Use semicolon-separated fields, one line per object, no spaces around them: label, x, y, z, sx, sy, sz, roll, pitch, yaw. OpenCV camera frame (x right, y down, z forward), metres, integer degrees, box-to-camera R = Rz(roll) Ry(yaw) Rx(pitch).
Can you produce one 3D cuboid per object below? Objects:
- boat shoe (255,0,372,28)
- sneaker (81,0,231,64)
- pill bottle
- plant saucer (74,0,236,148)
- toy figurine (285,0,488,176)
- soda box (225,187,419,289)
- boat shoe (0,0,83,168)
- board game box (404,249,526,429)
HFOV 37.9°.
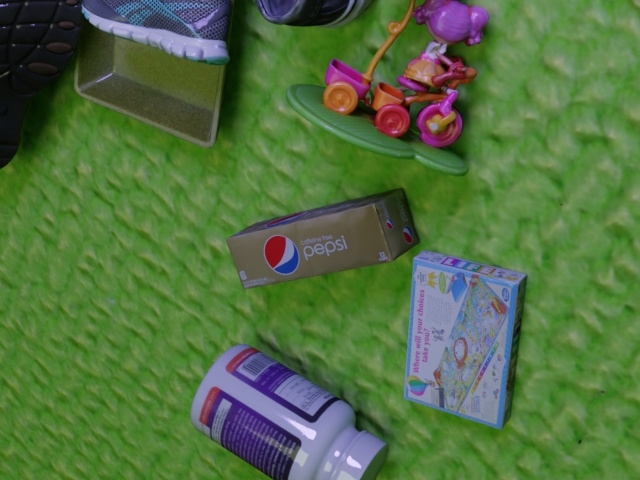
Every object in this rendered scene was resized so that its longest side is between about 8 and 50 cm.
boat shoe;-0.006;-0.335;0.746;0.121;0.119;0.335;7;112;30
sneaker;-0.148;-0.217;0.873;0.167;0.065;0.076;20;102;21
pill bottle;-0.031;0.199;0.981;0.194;0.108;0.108;28;121;20
plant saucer;-0.159;-0.211;0.938;0.188;0.045;0.188;24;119;23
toy figurine;0.080;-0.158;0.782;0.173;0.130;0.159;24;112;-3
soda box;0.000;0.000;0.911;0.181;0.061;0.058;-13;101;35
boat shoe;-0.350;-0.209;1.005;0.324;0.123;0.119;-44;44;40
board game box;0.135;0.094;0.886;0.104;0.026;0.154;14;116;27
